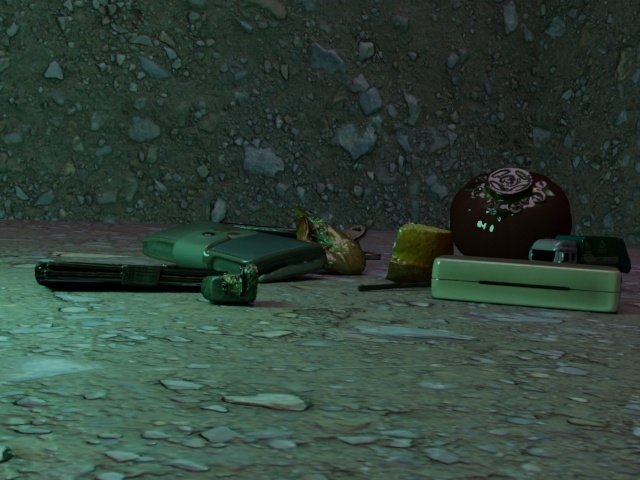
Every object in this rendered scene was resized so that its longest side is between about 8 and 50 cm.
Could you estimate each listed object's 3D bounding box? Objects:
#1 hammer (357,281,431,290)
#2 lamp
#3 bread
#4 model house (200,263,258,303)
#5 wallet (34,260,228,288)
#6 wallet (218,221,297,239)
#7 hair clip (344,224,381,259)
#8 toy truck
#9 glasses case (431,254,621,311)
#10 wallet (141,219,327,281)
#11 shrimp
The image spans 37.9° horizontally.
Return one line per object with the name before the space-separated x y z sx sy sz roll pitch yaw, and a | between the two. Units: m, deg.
hammer | 0.193 0.088 1.854 0.292 0.029 0.058 -1 4 -33
lamp | 0.474 -0.050 2.334 0.303 0.257 0.303 -7 38 5
bread | 0.220 0.030 1.985 0.134 0.129 0.260 11 6 7
model house | -0.146 0.069 1.497 0.083 0.066 0.079 1 2 -15
wallet | -0.336 0.061 1.650 0.317 0.044 0.169 3 -1 -23
wallet | -0.142 -0.001 2.405 0.250 0.044 0.149 3 -27 7
hair clip | 0.086 0.035 2.562 0.123 0.102 0.138 4 36 42
toy truck | 0.567 0.049 2.037 0.253 0.124 0.114 3 1 -34
glasses case | 0.380 0.078 1.732 0.336 0.076 0.144 4 3 15
wallet | -0.196 0.017 1.982 0.360 0.083 0.252 11 14 37
shrimp | 0.000 -0.001 2.158 0.145 0.061 0.267 -8 43 -33
